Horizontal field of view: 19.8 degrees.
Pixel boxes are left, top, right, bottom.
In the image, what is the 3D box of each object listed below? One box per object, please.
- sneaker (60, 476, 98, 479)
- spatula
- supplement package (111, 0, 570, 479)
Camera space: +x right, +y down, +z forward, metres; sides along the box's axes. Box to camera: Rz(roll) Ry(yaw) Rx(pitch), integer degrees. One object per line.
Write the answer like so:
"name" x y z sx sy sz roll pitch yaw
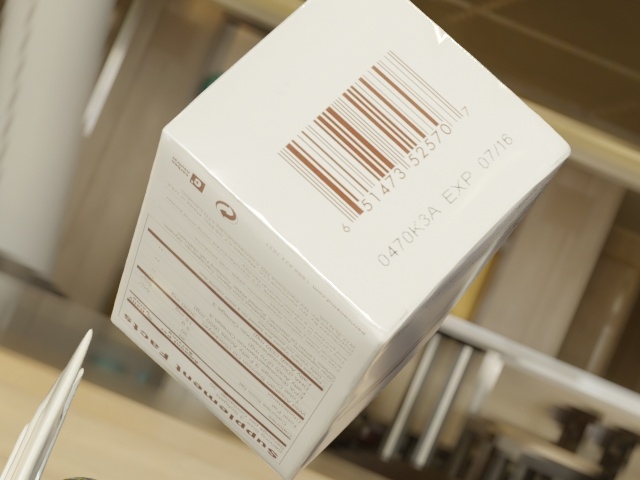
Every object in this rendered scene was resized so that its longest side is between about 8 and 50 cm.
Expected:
"sneaker" -0.088 0.173 0.928 0.144 0.053 0.059 51 2 -4
"spatula" -0.159 0.161 0.836 0.019 0.242 0.168 25 -15 -9
"supplement package" 0.000 0.000 0.690 0.105 0.105 0.179 42 -24 7
